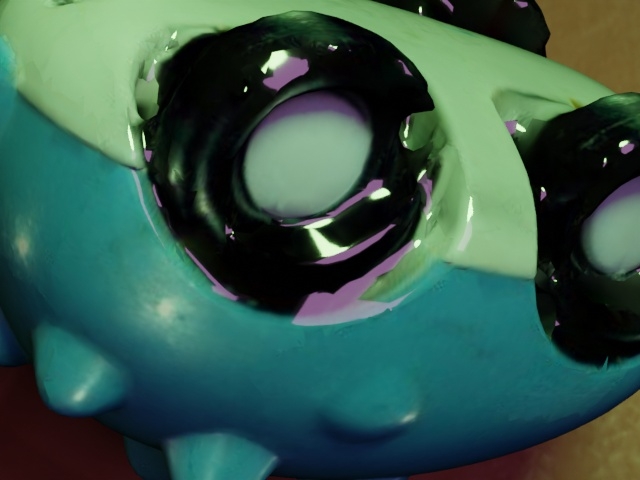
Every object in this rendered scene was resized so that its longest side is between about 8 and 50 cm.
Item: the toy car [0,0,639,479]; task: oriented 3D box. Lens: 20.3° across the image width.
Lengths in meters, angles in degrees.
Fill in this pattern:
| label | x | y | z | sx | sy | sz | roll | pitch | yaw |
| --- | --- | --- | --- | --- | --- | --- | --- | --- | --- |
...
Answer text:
| label | x | y | z | sx | sy | sz | roll | pitch | yaw |
| --- | --- | --- | --- | --- | --- | --- | --- | --- | --- |
| toy car | 0.000 | 0.000 | 0.589 | 0.255 | 0.188 | 0.190 | 8 | 113 | -30 |
